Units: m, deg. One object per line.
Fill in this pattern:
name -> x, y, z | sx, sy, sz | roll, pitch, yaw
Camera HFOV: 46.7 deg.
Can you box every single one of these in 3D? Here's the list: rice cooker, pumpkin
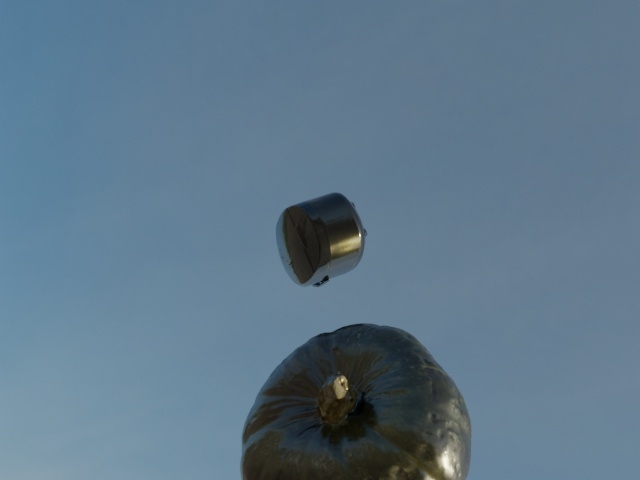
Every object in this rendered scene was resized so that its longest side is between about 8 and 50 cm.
rice cooker -> 0.000, 0.000, 1.020 | 0.165, 0.107, 0.112 | 114, -46, -72
pumpkin -> 0.027, 0.173, 0.665 | 0.219, 0.219, 0.162 | 9, -39, 34
